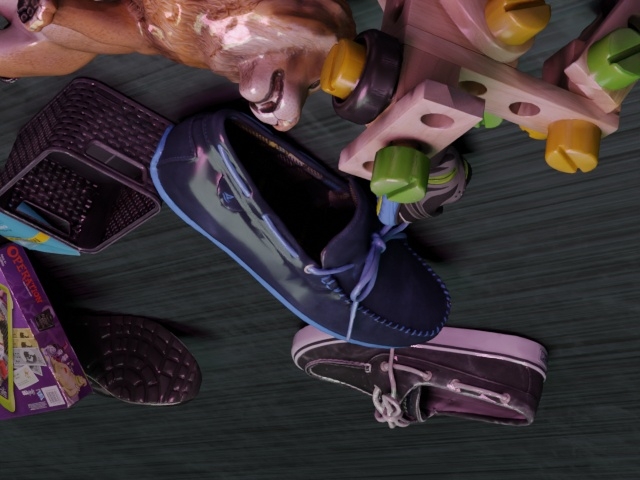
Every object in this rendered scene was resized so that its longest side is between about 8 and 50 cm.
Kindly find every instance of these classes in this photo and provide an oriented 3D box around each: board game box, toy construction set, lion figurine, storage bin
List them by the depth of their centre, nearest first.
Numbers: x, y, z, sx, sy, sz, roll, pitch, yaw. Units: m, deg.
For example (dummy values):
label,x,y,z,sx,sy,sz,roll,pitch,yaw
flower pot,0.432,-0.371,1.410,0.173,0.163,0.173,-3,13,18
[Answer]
label,x,y,z,sx,sy,sz,roll,pitch,yaw
toy construction set,0.144,-0.119,0.831,0.309,0.237,0.257,-10,143,40
lion figurine,-0.173,-0.178,1.024,0.392,0.142,0.240,11,-178,40
storage bin,-0.226,-0.068,1.289,0.122,0.084,0.180,29,149,-23
board game box,-0.441,0.130,1.693,0.347,0.056,0.208,-15,107,45

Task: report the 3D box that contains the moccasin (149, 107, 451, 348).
label,x,y,z,sx,sy,sz,roll,pitch,yaw
moccasin,0.000,0.000,1.243,0.342,0.138,0.117,30,145,-27

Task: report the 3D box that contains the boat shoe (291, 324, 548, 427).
label,x,y,z,sx,sy,sz,roll,pitch,yaw
boat shoe,0.102,0.161,1.518,0.306,0.105,0.113,5,151,19

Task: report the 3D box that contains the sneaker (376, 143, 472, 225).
label,x,y,z,sx,sy,sz,roll,pitch,yaw
sneaker,0.095,-0.074,1.147,0.078,0.067,0.188,-3,152,-10

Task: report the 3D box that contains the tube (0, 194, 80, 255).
label,x,y,z,sx,sy,sz,roll,pitch,yaw
tube,-0.353,-0.033,1.468,0.080,0.052,0.207,11,160,33

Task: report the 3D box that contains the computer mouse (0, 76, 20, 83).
label,x,y,z,sx,sy,sz,roll,pitch,yaw
computer mouse,-0.365,-0.158,1.239,0.106,0.042,0.193,33,148,-31

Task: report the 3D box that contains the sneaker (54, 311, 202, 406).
label,x,y,z,sx,sy,sz,roll,pitch,yaw
sneaker,-0.269,0.157,1.735,0.283,0.107,0.124,13,163,22
